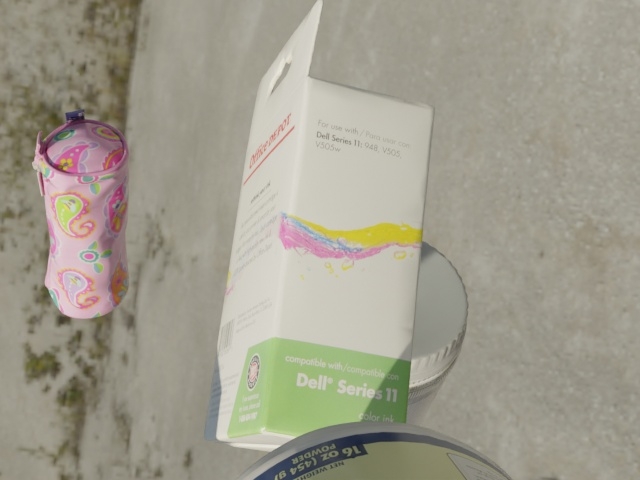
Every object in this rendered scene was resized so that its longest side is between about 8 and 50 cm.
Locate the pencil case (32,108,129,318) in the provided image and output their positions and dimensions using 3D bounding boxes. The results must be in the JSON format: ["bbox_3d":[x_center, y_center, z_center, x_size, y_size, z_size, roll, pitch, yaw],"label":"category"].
[{"bbox_3d":[-0.314,-0.027,1.289,0.124,0.124,0.284,-92,9,-45],"label":"pencil case"}]

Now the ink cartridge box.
[{"bbox_3d":[0.000,0.000,0.832,0.207,0.119,0.354,145,134,-67],"label":"ink cartridge box"}]

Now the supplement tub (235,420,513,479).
[{"bbox_3d":[0.054,0.248,0.450,0.325,0.235,0.236,-134,52,-74],"label":"supplement tub"}]

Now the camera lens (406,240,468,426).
[{"bbox_3d":[0.071,0.145,1.324,0.274,0.219,0.220,106,168,-53],"label":"camera lens"}]
